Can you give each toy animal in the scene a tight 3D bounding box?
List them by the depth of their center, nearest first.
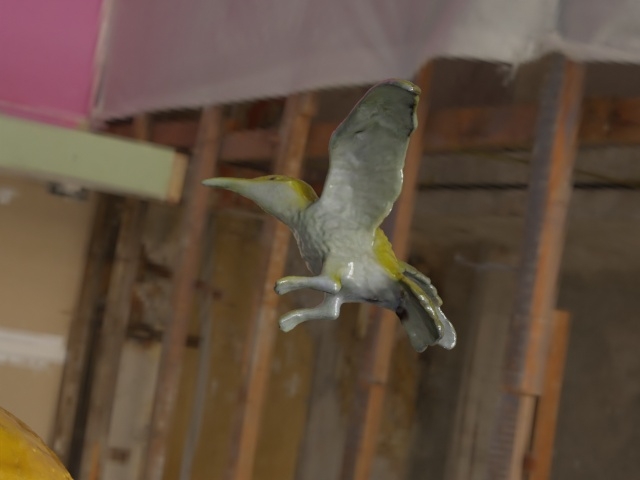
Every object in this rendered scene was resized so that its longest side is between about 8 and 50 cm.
[{"bbox_3d":[0.000,0.000,0.830,0.219,0.155,0.095,88,12,-50],"label":"toy animal"}]

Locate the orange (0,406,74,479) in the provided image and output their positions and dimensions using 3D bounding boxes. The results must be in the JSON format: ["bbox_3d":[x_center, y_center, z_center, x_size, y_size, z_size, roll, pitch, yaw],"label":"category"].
[{"bbox_3d":[-0.356,0.276,1.260,0.293,0.340,0.341,95,-17,-45],"label":"orange"}]
